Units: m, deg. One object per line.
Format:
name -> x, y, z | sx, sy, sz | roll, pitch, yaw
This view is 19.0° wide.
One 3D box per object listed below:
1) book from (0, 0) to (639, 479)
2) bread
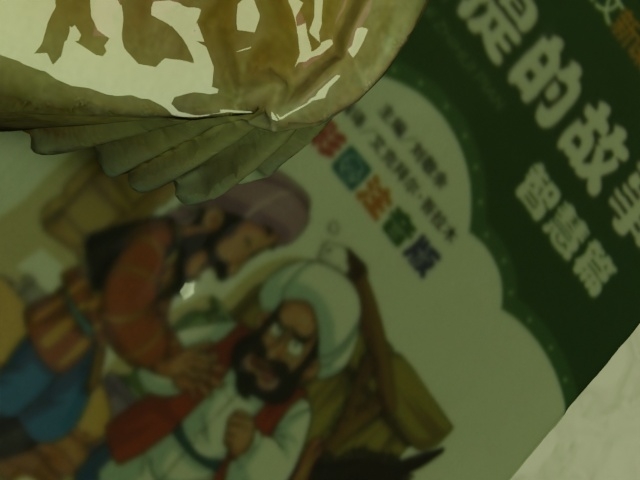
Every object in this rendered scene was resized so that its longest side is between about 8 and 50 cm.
book -> 0.000, 0.000, 0.549 | 0.264, 0.027, 0.202 | -48, 118, -16
bread -> -0.056, -0.124, 0.436 | 0.192, 0.110, 0.209 | 19, 84, -23
